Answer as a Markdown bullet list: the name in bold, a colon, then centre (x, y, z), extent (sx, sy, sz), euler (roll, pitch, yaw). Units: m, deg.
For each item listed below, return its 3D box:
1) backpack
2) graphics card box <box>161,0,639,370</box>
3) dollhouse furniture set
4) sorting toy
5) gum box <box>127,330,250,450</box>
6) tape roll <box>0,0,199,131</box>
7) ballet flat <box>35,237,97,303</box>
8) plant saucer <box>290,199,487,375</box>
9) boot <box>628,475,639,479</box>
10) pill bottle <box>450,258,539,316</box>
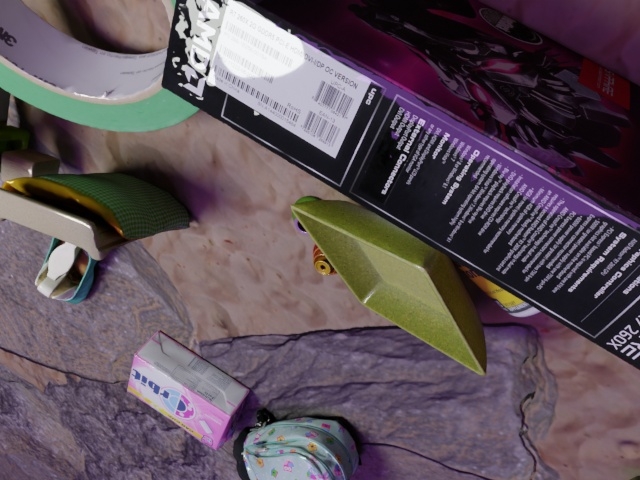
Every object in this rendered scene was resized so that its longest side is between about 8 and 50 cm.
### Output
- **backpack**: centre (-0.031, 0.333, 0.866), extent (0.182, 0.115, 0.152), euler (-21, 106, 34)
- **graphics card box**: centre (0.106, -0.095, 0.427), extent (0.371, 0.233, 0.094), euler (31, 131, 8)
- **dollhouse furniture set**: centre (-0.315, -0.111, 0.693), extent (0.301, 0.197, 0.151), euler (19, 108, 12)
- **sorting toy**: centre (0.000, 0.000, 0.673), extent (0.061, 0.042, 0.102), euler (-21, 109, 37)
- **gum box**: centre (-0.208, 0.242, 0.935), extent (0.188, 0.062, 0.107), euler (31, 130, 7)
- **tape roll**: centre (-0.232, -0.240, 0.537), extent (0.321, 0.077, 0.321), euler (10, 147, 6)
- **ballet flat**: centre (-0.383, 0.037, 0.878), extent (0.083, 0.087, 0.247), euler (40, 131, -1)
- **plant saucer**: centre (0.079, 0.034, 0.588), extent (0.188, 0.045, 0.188), euler (27, 161, 46)
- **boot**: centre (0.470, 0.387, 0.646), extent (0.236, 0.089, 0.269), euler (-3, 120, 30)
- **pill bottle**: centre (0.148, -0.025, 0.536), extent (0.184, 0.103, 0.103), euler (42, 131, -2)
